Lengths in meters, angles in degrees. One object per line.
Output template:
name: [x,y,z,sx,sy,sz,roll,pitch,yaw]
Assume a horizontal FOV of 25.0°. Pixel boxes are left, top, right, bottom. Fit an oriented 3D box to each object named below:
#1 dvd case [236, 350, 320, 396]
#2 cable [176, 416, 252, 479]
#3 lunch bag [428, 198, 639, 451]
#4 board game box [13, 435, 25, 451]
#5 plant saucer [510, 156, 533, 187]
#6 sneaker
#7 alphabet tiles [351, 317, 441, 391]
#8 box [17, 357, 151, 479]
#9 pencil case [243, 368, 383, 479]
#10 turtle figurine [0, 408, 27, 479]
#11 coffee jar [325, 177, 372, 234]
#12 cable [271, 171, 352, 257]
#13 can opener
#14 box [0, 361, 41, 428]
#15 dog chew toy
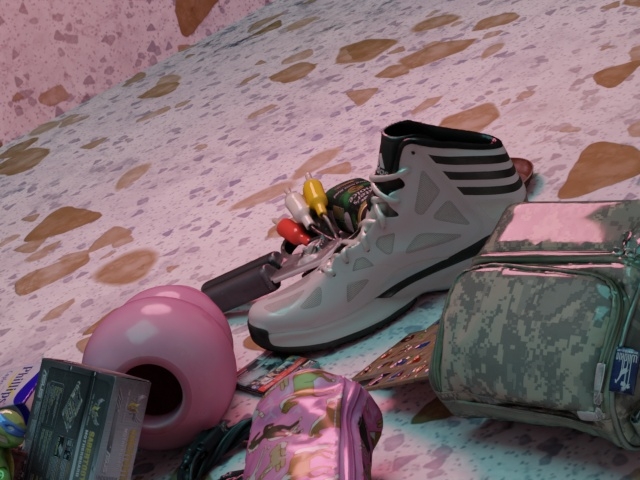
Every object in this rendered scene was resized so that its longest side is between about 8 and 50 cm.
dvd case: [-0.068,0.186,2.020,0.087,0.013,0.119,-35,26,-30]
cable: [-0.108,0.281,1.802,0.150,0.047,0.184,-5,24,27]
lunch bag: [0.290,0.105,1.624,0.305,0.212,0.256,3,50,51]
board game box: [-0.472,0.335,2.014,0.243,0.042,0.165,-9,25,30]
plant saucer: [0.264,-0.083,2.320,0.168,0.029,0.168,-18,22,7]
sneaker: [0.074,-0.027,2.054,0.447,0.257,0.169,-23,21,-1]
alphabet tiles: [0.141,0.135,1.848,0.198,0.009,0.237,-35,7,-32]
box: [-0.303,0.269,1.788,0.056,0.231,0.183,16,-8,-40]
pencil case: [-0.008,0.283,1.533,0.167,0.160,0.386,-13,21,5]
turtle figurine: [-0.459,0.321,1.699,0.266,0.198,0.274,-56,19,10]
coffee jar: [0.082,-0.046,2.336,0.096,0.079,0.184,-24,21,-20]
cable: [0.000,0.000,2.292,0.139,0.072,0.287,-56,31,8]
can opener: [-0.069,0.071,2.236,0.283,0.095,0.076,-24,18,33]
box: [-0.463,0.249,2.172,0.137,0.072,0.126,-13,23,20]
dog chew toy: [-0.212,0.155,1.998,0.207,0.206,0.332,-20,13,7]
